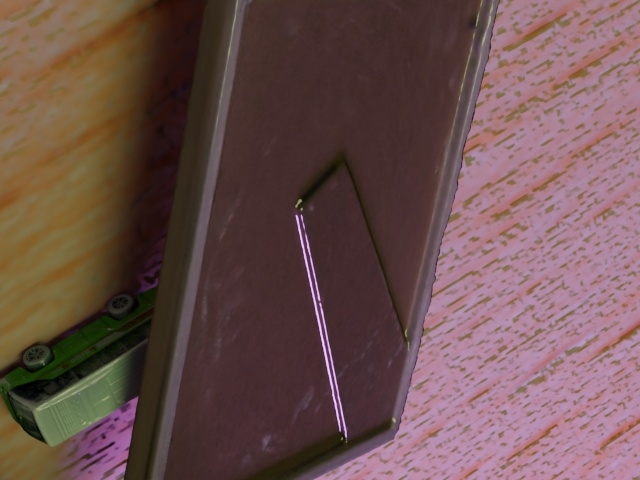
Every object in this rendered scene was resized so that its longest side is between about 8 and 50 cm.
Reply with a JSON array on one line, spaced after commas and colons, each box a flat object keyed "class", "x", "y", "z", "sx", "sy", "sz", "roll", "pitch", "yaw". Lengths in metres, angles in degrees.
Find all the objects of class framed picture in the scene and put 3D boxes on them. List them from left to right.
[{"class": "framed picture", "x": -0.001, "y": 0.000, "z": 0.820, "sx": 0.192, "sy": 0.018, "sz": 0.265, "roll": -17, "pitch": 126, "yaw": -49}]

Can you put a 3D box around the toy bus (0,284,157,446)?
[{"class": "toy bus", "x": -0.093, "y": 0.054, "z": 0.801, "sx": 0.083, "sy": 0.037, "sz": 0.031, "roll": -32, "pitch": 132, "yaw": -18}]
